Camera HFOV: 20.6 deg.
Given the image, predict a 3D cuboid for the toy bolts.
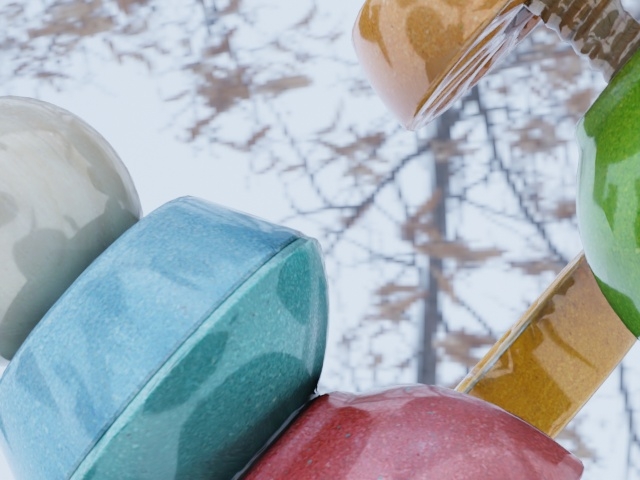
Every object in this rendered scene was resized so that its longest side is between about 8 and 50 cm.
[{"bbox_3d":[0.000,0.000,0.443,0.158,0.218,0.228,42,-125,5],"label":"toy bolts"}]
